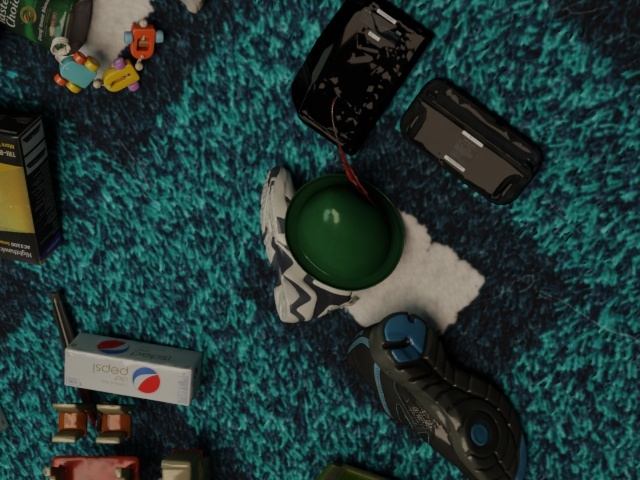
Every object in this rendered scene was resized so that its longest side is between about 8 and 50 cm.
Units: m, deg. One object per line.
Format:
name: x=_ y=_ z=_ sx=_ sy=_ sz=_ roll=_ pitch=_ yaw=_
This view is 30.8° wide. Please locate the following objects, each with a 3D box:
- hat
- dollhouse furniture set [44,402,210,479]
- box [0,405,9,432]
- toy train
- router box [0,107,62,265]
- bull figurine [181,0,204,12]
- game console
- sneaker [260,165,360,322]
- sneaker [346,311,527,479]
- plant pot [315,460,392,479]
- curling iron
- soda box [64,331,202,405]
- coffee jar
hat: x=0.043 y=-0.044 z=1.612 sx=0.208 sy=0.173 sz=0.183 roll=34 pitch=160 yaw=-1
dollhouse furniture set: x=-0.323 y=0.401 z=1.937 sx=0.259 sy=0.135 sz=0.262 roll=0 pitch=86 yaw=8
box: x=-0.671 y=0.334 z=2.073 sx=0.170 sy=0.130 sz=0.091 roll=-14 pitch=104 yaw=23
toy train: x=-0.321 y=-0.281 z=1.740 sx=0.166 sy=0.046 sz=0.125 roll=-8 pitch=135 yaw=-16
router box: x=-0.583 y=-0.103 z=1.874 sx=0.308 sy=0.081 sz=0.243 roll=10 pitch=126 yaw=16
bull figurine: x=-0.114 y=-0.439 z=1.598 sx=0.188 sy=0.101 sz=0.310 roll=22 pitch=118 yaw=6
game console: x=0.138 y=-0.174 z=1.643 sx=0.361 sy=0.044 sz=0.213 roll=37 pitch=119 yaw=4
sneaker: x=0.000 y=0.000 z=1.739 sx=0.153 sy=0.094 sz=0.235 roll=-5 pitch=71 yaw=-18
sneaker: x=0.181 y=0.251 z=1.768 sx=0.341 sy=0.125 sz=0.139 roll=51 pitch=145 yaw=-7
plant pot: x=0.055 y=0.489 z=1.830 sx=0.228 sy=0.227 sz=0.207 roll=17 pitch=108 yaw=14
curling iron: x=-0.404 y=0.211 z=1.986 sx=0.068 sy=0.035 sz=0.274 roll=-18 pitch=102 yaw=12
soda box: x=-0.307 y=0.210 z=1.911 sx=0.216 sy=0.074 sz=0.069 roll=9 pitch=111 yaw=7
coffee jar: x=-0.445 y=-0.352 z=1.759 sx=0.184 sy=0.079 sz=0.096 roll=21 pitch=115 yaw=12
